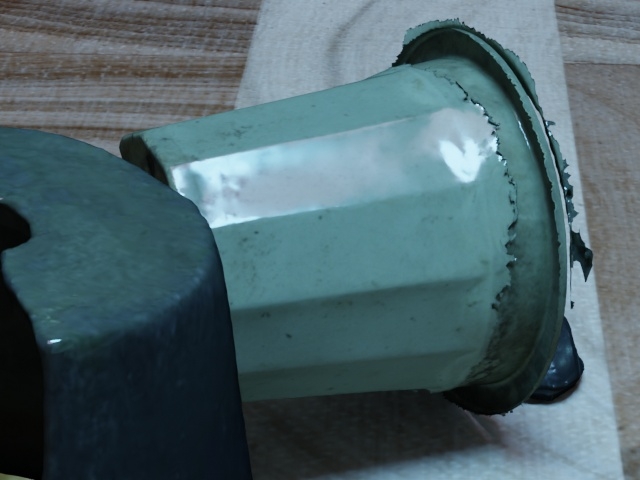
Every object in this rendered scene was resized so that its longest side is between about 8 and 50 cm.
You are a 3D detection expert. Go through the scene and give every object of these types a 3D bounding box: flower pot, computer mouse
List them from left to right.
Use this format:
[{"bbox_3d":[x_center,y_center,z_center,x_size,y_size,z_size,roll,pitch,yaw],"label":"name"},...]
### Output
[{"bbox_3d":[-0.171,0.094,0.755,0.379,0.251,0.379,7,25,-3],"label":"flower pot"},{"bbox_3d":[0.000,0.000,1.132,0.259,0.290,0.290,-9,31,-21],"label":"flower pot"},{"bbox_3d":[0.153,0.070,1.255,0.079,0.047,0.135,-8,29,-14],"label":"computer mouse"}]

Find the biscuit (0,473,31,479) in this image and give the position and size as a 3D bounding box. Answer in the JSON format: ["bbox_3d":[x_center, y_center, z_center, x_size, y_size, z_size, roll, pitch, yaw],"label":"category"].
[{"bbox_3d":[-0.240,0.158,1.033,0.365,0.062,0.385,10,17,20],"label":"biscuit"}]
